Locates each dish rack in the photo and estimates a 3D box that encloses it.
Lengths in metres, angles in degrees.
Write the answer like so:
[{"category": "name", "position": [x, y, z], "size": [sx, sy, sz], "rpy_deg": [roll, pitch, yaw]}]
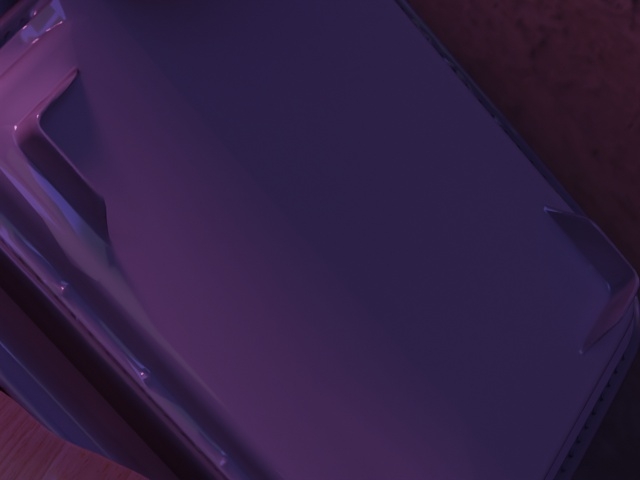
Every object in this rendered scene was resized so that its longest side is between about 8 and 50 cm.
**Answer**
[{"category": "dish rack", "position": [0.000, 0.000, 0.777], "size": [0.333, 0.072, 0.285], "rpy_deg": [48, 48, -12]}]

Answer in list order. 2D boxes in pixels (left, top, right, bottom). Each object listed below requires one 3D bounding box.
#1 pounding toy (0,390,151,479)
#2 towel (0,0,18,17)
[{"category": "pounding toy", "position": [-0.135, 0.154, 0.582], "size": [0.154, 0.155, 0.269], "rpy_deg": [48, 51, 1]}, {"category": "towel", "position": [-0.182, -0.184, 0.784], "size": [0.271, 0.040, 0.370], "rpy_deg": [17, 60, -31]}]
